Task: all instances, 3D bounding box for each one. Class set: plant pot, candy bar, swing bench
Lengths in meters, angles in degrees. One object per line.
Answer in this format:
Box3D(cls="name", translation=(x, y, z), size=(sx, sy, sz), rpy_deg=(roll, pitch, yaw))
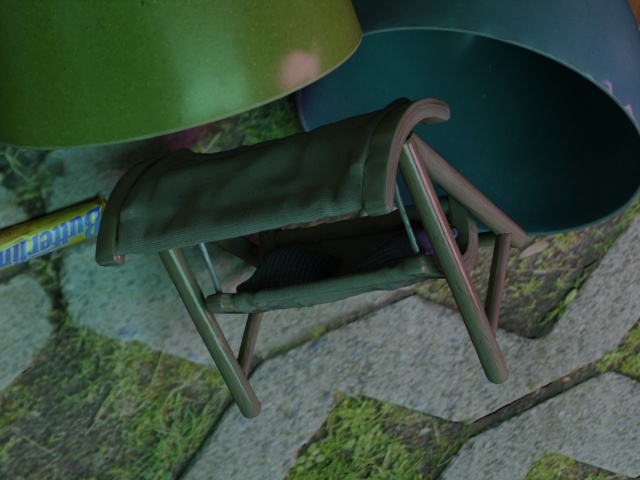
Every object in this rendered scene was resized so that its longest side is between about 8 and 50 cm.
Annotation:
Box3D(cls="plant pot", translation=(-0.135, -0.247, 1.062), size=(0.274, 0.274, 0.294), rpy_deg=(-23, 113, -23))
Box3D(cls="candy bar", translation=(-0.243, 0.003, 1.292), size=(0.161, 0.018, 0.040), rpy_deg=(-20, 128, -23))
Box3D(cls="plant pot", translation=(0.145, -0.163, 1.318), size=(0.290, 0.290, 0.195), rpy_deg=(47, 51, -44))
Box3D(cls="swing bench", translation=(0.000, 0.000, 1.283), size=(0.255, 0.253, 0.165), rpy_deg=(53, 38, -42))

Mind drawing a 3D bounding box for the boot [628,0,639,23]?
Box3D(cls="boot", translation=(0.271, -0.330, 1.423), size=(0.264, 0.096, 0.280), rpy_deg=(-9, 130, -40))
